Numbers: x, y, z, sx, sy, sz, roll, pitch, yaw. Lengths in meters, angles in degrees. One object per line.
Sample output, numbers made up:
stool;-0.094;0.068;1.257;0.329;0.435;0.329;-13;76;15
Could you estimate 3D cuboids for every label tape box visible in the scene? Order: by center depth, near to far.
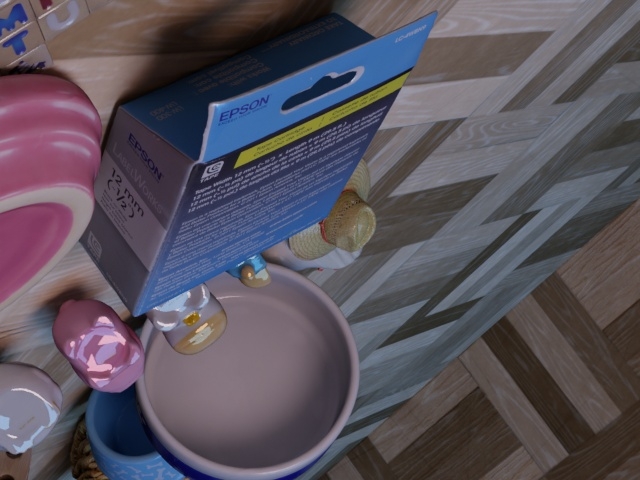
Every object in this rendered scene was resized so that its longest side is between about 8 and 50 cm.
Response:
label tape box;-0.067;-0.098;1.439;0.249;0.115;0.348;-28;160;-31

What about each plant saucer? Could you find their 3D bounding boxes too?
plant saucer;-0.305;0.003;1.240;0.332;0.084;0.332;-33;167;-8

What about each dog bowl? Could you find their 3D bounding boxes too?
dog bowl;-0.091;0.164;1.879;0.265;0.265;0.104;-31;166;-18
dog bowl;-0.170;0.191;2.012;0.297;0.166;0.074;-34;153;-7

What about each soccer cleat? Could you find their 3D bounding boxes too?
soccer cleat;0.000;0.000;1.979;0.196;0.068;0.076;-13;150;-50

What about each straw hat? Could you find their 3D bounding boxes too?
straw hat;0.032;-0.023;1.884;0.144;0.061;0.144;-34;144;-30

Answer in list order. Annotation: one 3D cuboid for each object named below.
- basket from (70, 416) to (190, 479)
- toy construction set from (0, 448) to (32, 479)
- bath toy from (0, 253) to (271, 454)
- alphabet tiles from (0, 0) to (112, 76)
basket;-0.202;0.310;2.241;0.299;0.223;0.213;-10;-172;-18
toy construction set;-0.410;0.356;1.806;0.257;0.237;0.309;-19;158;-48
bath toy;-0.222;0.098;1.681;0.348;0.151;0.129;-35;-152;-8
alphabet tiles;-0.238;-0.145;1.103;0.237;0.009;0.198;-33;165;-10
